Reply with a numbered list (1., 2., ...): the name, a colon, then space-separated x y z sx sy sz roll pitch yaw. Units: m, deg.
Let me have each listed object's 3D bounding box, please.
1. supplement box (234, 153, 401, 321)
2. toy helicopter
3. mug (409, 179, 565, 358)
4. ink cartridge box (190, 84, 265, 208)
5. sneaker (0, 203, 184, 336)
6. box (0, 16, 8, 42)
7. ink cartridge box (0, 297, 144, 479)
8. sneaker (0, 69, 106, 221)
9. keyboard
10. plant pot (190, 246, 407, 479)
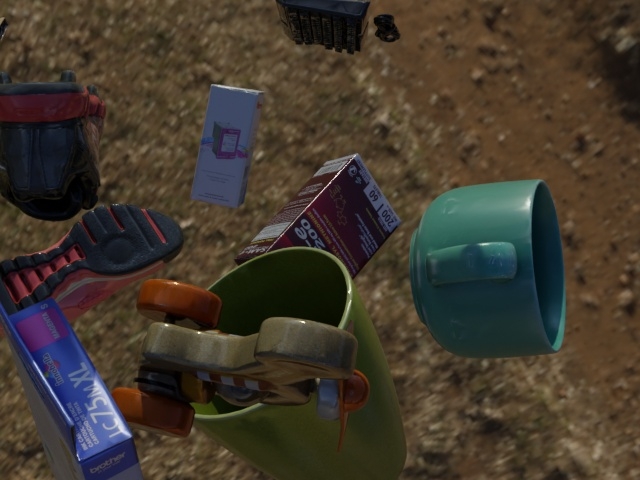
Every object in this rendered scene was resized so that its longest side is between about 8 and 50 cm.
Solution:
1. supplement box: 0.000 0.000 1.963 0.239 0.073 0.130 -49 114 -36
2. toy helicopter: -0.041 0.118 1.261 0.235 0.355 0.140 18 75 -16
3. mug: 0.117 0.015 1.028 0.097 0.157 0.129 -5 51 20
4. ink cartridge box: -0.096 -0.100 1.462 0.052 0.088 0.122 12 96 1
5. sneaker: -0.347 0.048 2.025 0.314 0.136 0.116 -23 68 -12
6. box: -0.568 -0.256 2.050 0.164 0.201 0.021 -81 155 -47
7. ink cartridge box: -0.221 0.188 1.307 0.065 0.311 0.186 -26 52 -16
8. sneaker: -0.255 -0.086 1.330 0.098 0.276 0.135 -2 93 -4
9. keyboard: 0.018 -0.187 1.236 0.108 0.180 0.023 4 90 1
10. plant pot: -0.012 0.207 1.805 0.293 0.275 0.274 54 49 -34
